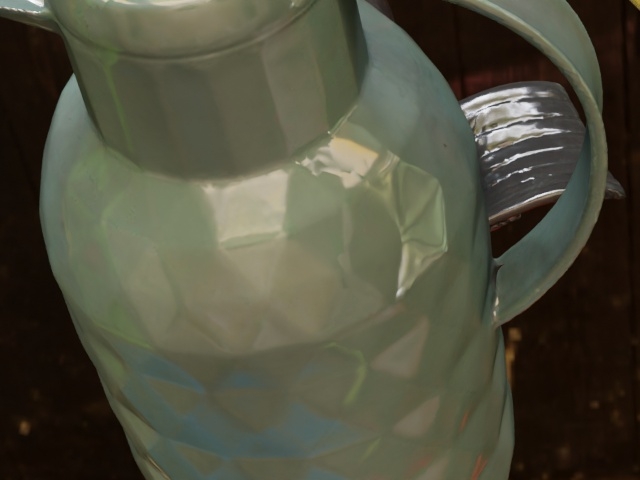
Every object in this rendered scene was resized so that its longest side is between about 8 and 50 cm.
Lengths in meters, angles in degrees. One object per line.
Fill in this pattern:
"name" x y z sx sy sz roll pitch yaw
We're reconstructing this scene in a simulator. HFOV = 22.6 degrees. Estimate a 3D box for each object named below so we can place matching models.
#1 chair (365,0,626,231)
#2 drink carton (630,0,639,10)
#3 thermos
"chair" 0.049 -0.069 0.914 0.221 0.140 0.145 -15 -52 0
"drink carton" 0.181 -0.184 0.693 0.084 0.200 0.074 35 -30 -27
"thermos" 0.000 0.000 0.520 0.182 0.145 0.286 -2 -38 8
